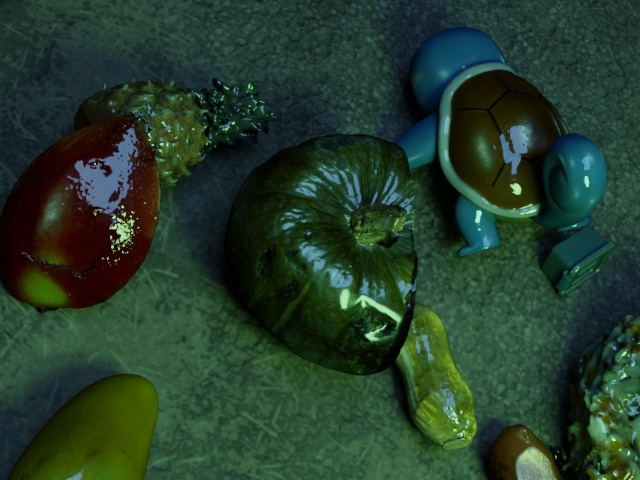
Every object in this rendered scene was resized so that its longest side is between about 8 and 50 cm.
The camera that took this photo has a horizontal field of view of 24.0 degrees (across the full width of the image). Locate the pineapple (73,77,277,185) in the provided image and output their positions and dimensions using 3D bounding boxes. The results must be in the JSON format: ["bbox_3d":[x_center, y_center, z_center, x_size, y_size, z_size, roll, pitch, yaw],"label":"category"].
[{"bbox_3d":[-0.176,-0.146,1.975,0.278,0.158,0.158,-16,71,-31],"label":"pineapple"}]

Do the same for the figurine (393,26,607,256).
[{"bbox_3d":[0.248,-0.116,2.095,0.298,0.243,0.416,-18,42,-18],"label":"figurine"}]

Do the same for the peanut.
[{"bbox_3d":[0.144,0.178,1.972,0.087,0.087,0.207,-10,66,-25],"label":"peanut"}]

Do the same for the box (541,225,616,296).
[{"bbox_3d":[0.365,0.026,2.145,0.099,0.074,0.054,-31,68,-31],"label":"box"}]

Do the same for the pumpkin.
[{"bbox_3d":[0.000,0.000,1.916,0.232,0.242,0.325,12,56,-25],"label":"pumpkin"}]

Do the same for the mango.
[{"bbox_3d":[-0.266,0.256,1.757,0.138,0.113,0.253,34,50,3],"label":"mango"}]

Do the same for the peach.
[{"bbox_3d":[-0.292,-0.034,1.831,0.189,0.068,0.279,28,96,1],"label":"peach"}]

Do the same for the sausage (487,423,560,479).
[{"bbox_3d":[0.273,0.327,1.947,0.089,0.089,0.179,-18,82,-28],"label":"sausage"}]

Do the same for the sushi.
[{"bbox_3d":[0.516,0.271,2.014,0.417,0.176,0.417,9,62,-17],"label":"sushi"}]
